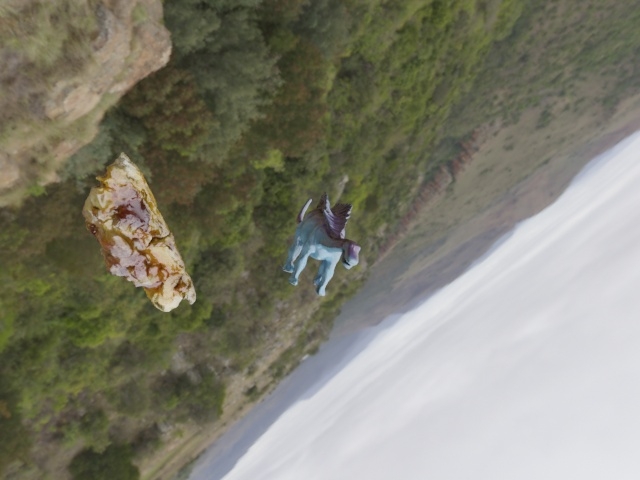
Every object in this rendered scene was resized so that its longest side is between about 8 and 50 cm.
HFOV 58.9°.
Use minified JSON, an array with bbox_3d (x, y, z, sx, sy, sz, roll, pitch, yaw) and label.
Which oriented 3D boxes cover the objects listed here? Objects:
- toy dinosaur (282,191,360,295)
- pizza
[{"bbox_3d":[0.000,0.000,0.495,0.080,0.045,0.197,-64,-164,9],"label":"toy dinosaur"},{"bbox_3d":[-0.189,-0.012,0.552,0.069,0.154,0.194,-28,157,-17],"label":"pizza"}]
